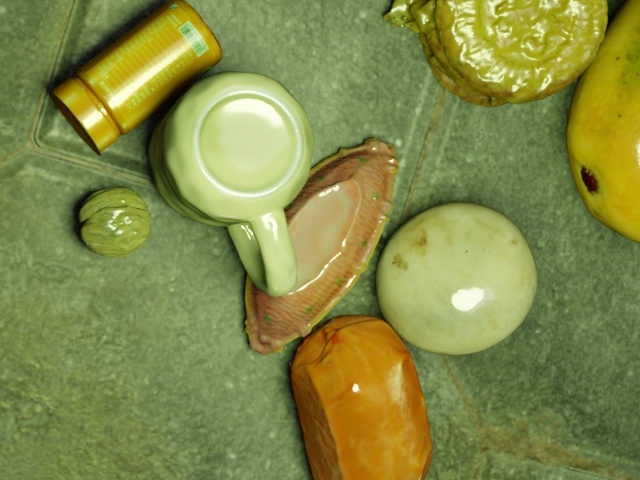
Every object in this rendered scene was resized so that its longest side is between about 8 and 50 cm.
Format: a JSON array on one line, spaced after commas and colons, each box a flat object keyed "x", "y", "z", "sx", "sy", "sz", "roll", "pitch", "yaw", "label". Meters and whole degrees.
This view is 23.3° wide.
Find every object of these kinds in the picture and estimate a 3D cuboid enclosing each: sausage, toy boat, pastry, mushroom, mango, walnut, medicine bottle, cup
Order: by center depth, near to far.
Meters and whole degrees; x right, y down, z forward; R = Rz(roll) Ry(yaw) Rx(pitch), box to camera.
[{"x": -0.109, "y": -0.064, "z": 1.817, "sx": 0.173, "sy": 0.202, "sz": 0.255, "roll": 4, "pitch": 87, "yaw": -15, "label": "cup"}, {"x": -0.216, "y": -0.196, "z": 1.838, "sx": 0.192, "sy": 0.096, "sz": 0.096, "roll": -40, "pitch": 108, "yaw": -11, "label": "medicine bottle"}, {"x": -0.247, "y": -0.021, "z": 1.860, "sx": 0.092, "sy": 0.092, "sz": 0.092, "roll": -3, "pitch": 98, "yaw": -19, "label": "walnut"}, {"x": -0.001, "y": 0.001, "z": 1.947, "sx": 0.141, "sy": 0.099, "sz": 0.318, "roll": 32, "pitch": 84, "yaw": 7, "label": "toy boat"}, {"x": 0.052, "y": 0.226, "z": 1.959, "sx": 0.141, "sy": 0.153, "sz": 0.268, "roll": -19, "pitch": 105, "yaw": -26, "label": "sausage"}, {"x": 0.243, "y": -0.292, "z": 1.971, "sx": 0.235, "sy": 0.132, "sz": 0.240, "roll": 44, "pitch": 81, "yaw": -20, "label": "pastry"}, {"x": 0.181, "y": 0.063, "z": 1.987, "sx": 0.207, "sy": 0.207, "sz": 0.215, "roll": -46, "pitch": 145, "yaw": -9, "label": "mushroom"}, {"x": 0.493, "y": -0.199, "z": 2.028, "sx": 0.300, "sy": 0.232, "sz": 0.445, "roll": 38, "pitch": 77, "yaw": -19, "label": "mango"}]
